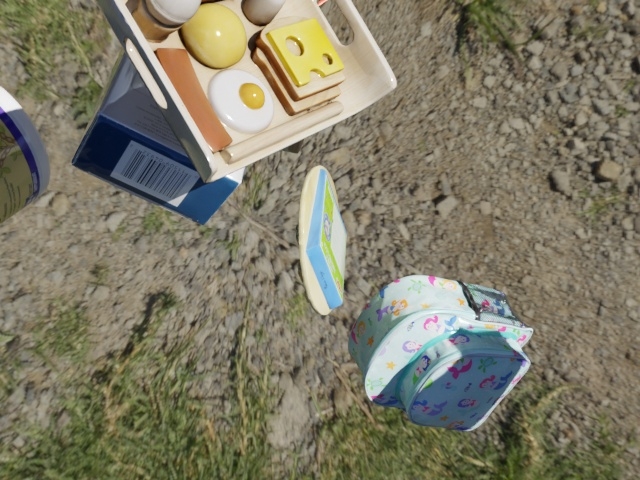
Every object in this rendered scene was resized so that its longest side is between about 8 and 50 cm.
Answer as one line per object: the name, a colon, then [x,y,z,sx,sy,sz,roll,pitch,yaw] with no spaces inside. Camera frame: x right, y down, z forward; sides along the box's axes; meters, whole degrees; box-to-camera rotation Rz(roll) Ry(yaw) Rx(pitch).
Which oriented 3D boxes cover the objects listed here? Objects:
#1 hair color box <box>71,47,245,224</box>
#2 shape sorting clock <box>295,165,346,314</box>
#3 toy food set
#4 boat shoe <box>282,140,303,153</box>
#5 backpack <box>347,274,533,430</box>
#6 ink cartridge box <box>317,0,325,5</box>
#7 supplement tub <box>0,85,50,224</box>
hair color box: [-0.167,-0.205,0.923,0.174,0.105,0.347,26,48,-21]
shape sorting clock: [0.000,0.000,1.007,0.041,0.206,0.206,-5,92,13]
toy food set: [-0.063,-0.209,0.746,0.306,0.092,0.219,-32,92,-43]
boat shoe: [-0.069,-0.272,1.457,0.110,0.341,0.121,10,114,2]
backpack: [0.179,0.175,1.142,0.254,0.191,0.225,18,120,-24]
ink cartridge box: [-0.037,-0.513,1.441,0.063,0.029,0.115,-38,90,-11]
supplement tub: [-0.597,-0.081,1.063,0.241,0.241,0.331,45,51,-5]
